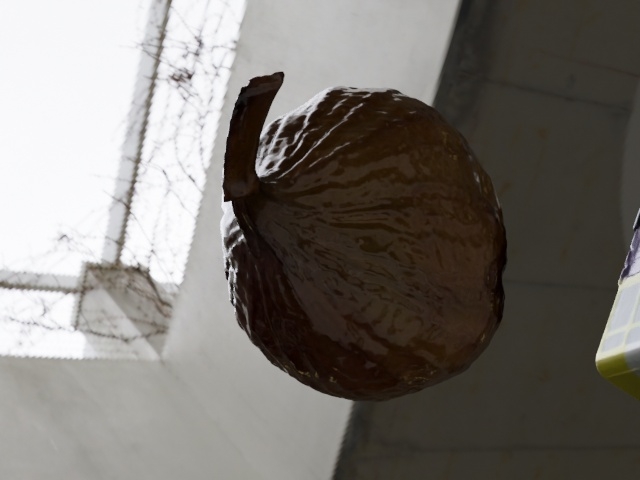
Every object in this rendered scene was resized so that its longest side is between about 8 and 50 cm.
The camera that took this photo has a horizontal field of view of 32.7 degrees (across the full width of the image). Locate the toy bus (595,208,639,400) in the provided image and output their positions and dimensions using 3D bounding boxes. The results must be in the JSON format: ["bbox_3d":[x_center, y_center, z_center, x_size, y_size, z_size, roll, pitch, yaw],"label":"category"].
[{"bbox_3d":[0.447,0.037,0.946,0.209,0.440,0.249,28,-111,-8],"label":"toy bus"}]

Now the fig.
[{"bbox_3d":[0.000,0.000,0.462,0.133,0.146,0.201,-35,-16,17],"label":"fig"}]
